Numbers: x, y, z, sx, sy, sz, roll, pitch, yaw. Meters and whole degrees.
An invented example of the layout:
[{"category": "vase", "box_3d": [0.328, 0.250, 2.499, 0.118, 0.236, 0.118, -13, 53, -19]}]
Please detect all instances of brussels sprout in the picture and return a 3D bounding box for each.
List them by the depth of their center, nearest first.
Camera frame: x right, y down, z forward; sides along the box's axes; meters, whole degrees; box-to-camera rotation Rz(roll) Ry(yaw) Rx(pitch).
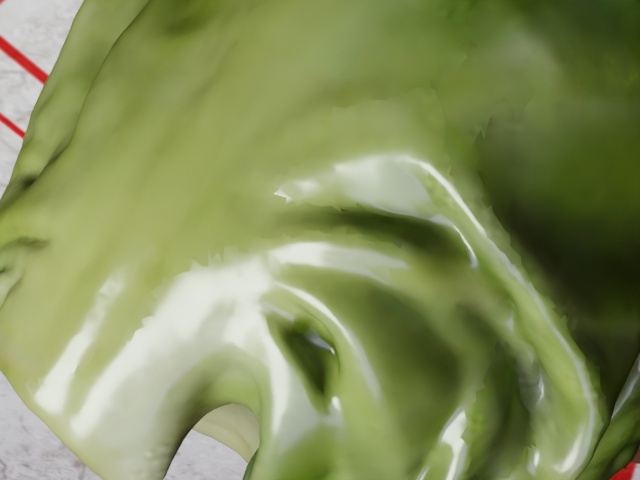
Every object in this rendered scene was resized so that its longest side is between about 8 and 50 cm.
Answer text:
[{"category": "brussels sprout", "box_3d": [0.056, -0.056, 0.636, 0.342, 0.425, 0.361, 25, 101, 14]}]
